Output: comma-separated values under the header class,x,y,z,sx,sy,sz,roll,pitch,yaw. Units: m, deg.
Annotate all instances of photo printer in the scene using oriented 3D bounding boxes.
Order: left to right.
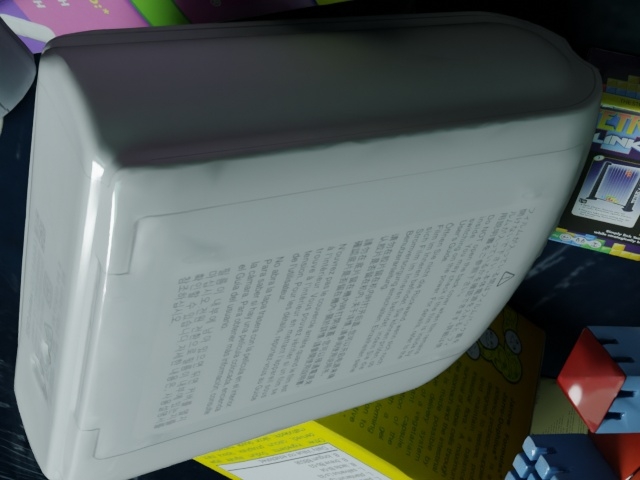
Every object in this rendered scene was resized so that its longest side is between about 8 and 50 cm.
class,x,y,z,sx,sy,sz,roll,pitch,yaw
photo printer,0.000,0.000,0.500,0.307,0.107,0.256,-12,141,-30

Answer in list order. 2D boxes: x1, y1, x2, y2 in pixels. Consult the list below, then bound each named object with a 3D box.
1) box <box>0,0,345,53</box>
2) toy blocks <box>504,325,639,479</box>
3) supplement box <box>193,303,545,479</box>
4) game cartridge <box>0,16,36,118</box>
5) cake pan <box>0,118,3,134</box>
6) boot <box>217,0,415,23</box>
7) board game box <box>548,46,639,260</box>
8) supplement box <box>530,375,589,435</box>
class,x,y,z,sx,sy,sz,roll,pitch,yaw
box,-0.096,-0.209,0.406,0.243,0.117,0.213,-2,143,28
toy blocks,0.239,0.202,0.647,0.260,0.191,0.381,3,124,-23
supplement box,-0.013,0.091,0.755,0.356,0.195,0.194,35,145,-24
game cartridge,-0.239,-0.154,0.410,0.297,0.062,0.198,31,158,55
cake pan,-0.361,-0.165,0.670,0.293,0.054,0.293,13,148,8
boot,-0.042,-0.081,0.595,0.236,0.085,0.179,-4,144,16
board game box,0.231,-0.039,0.570,0.170,0.048,0.141,14,146,7
supplement box,0.224,0.182,0.881,0.083,0.083,0.056,9,147,13
